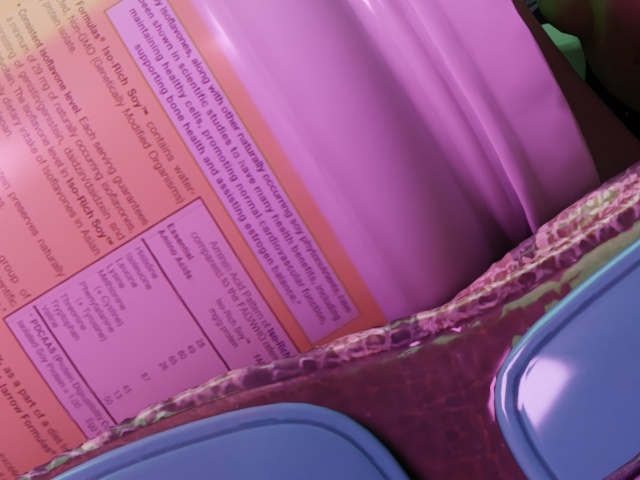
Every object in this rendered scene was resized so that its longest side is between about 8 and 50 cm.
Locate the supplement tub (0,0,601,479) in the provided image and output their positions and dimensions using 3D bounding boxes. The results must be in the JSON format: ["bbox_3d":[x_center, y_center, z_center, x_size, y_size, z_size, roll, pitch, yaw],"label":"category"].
[{"bbox_3d":[-0.081,-0.008,0.729,0.331,0.241,0.241,-31,4,0],"label":"supplement tub"}]

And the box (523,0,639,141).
[{"bbox_3d":[0.212,-0.112,1.236,0.343,0.179,0.312,-31,8,48],"label":"box"}]

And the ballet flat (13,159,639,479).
[{"bbox_3d":[0.052,0.094,0.630,0.483,0.164,0.182,-30,-13,-6],"label":"ballet flat"}]

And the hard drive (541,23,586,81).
[{"bbox_3d":[0.000,0.000,1.035,0.307,0.203,0.040,-13,37,-16],"label":"hard drive"}]

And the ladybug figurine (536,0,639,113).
[{"bbox_3d":[0.295,-0.211,0.914,0.449,0.162,0.305,-21,-33,-17],"label":"ladybug figurine"}]

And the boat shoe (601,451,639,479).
[{"bbox_3d":[0.136,0.059,0.496,0.301,0.102,0.108,-37,4,-3],"label":"boat shoe"}]

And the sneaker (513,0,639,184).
[{"bbox_3d":[0.058,-0.057,0.923,0.148,0.350,0.131,-41,24,8],"label":"sneaker"}]
